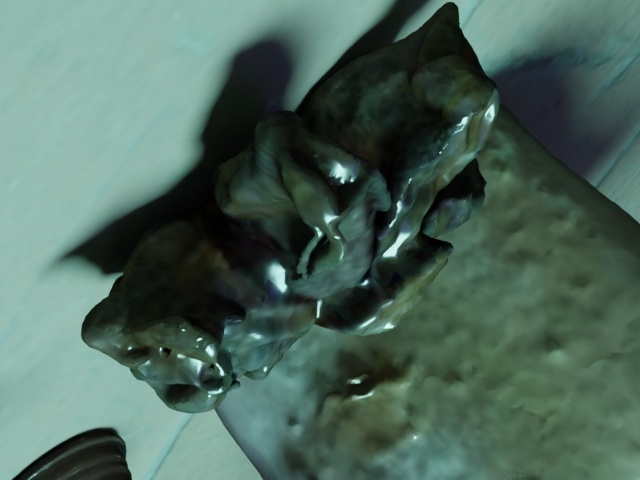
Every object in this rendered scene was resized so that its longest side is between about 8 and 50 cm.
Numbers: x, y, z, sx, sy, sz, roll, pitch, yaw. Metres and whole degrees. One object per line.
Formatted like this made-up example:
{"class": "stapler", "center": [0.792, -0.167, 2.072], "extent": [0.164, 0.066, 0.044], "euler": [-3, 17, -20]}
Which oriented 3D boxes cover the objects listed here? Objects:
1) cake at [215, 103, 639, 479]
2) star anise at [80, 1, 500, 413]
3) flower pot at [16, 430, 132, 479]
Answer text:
{"class": "cake", "center": [0.099, 0.098, 1.003], "extent": [0.237, 0.230, 0.309], "euler": [-42, 162, -4]}
{"class": "star anise", "center": [0.005, -0.005, 0.787], "extent": [0.220, 0.099, 0.214], "euler": [-44, 171, -5]}
{"class": "flower pot", "center": [-0.115, 0.166, 0.891], "extent": [0.111, 0.089, 0.111], "euler": [-39, 160, -17]}
